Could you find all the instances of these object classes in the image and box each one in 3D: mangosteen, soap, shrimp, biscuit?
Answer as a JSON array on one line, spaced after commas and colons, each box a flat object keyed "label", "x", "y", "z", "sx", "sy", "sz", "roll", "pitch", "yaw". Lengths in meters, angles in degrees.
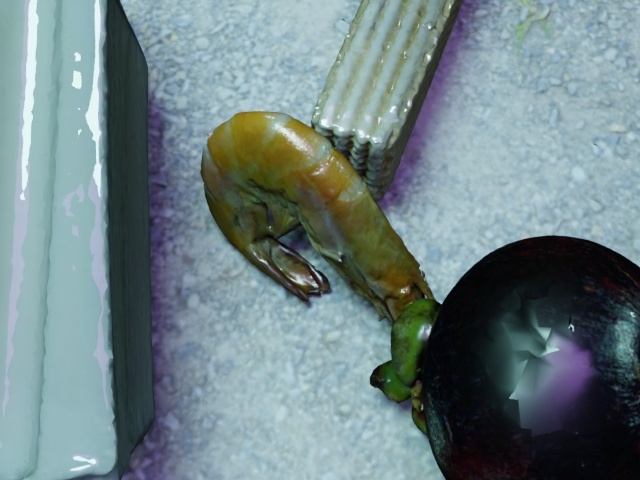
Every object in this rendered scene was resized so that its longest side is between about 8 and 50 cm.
[{"label": "mangosteen", "x": 0.157, "y": 0.111, "z": 0.531, "sx": 0.216, "sy": 0.216, "sz": 0.216, "roll": 1, "pitch": 69, "yaw": -2}, {"label": "soap", "x": -0.285, "y": -0.058, "z": 0.508, "sx": 0.351, "sy": 0.213, "sz": 0.434, "roll": -2, "pitch": 84, "yaw": 2}, {"label": "shrimp", "x": 0.000, "y": 0.000, "z": 0.600, "sx": 0.249, "sy": 0.150, "sz": 0.068, "roll": 45, "pitch": 46, "yaw": -6}, {"label": "biscuit", "x": 0.096, "y": -0.240, "z": 0.681, "sx": 0.079, "sy": 0.144, "sz": 0.425, "roll": 20, "pitch": 69, "yaw": 6}]
